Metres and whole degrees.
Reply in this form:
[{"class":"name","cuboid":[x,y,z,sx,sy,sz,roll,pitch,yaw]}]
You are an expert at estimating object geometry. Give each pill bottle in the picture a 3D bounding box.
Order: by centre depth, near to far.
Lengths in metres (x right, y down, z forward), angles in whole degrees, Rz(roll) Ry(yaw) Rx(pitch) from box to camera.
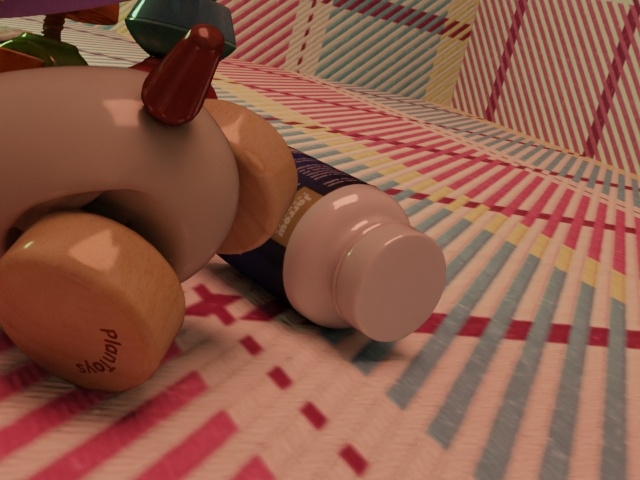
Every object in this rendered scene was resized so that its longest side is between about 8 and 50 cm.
[{"class":"pill bottle","cuboid":[0.000,0.000,0.611,0.094,0.094,0.169,4,17,-39]}]

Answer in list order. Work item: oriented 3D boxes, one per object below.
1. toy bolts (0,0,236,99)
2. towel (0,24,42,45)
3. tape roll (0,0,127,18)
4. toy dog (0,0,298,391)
[{"class":"toy bolts","cuboid":[-0.178,-0.182,0.725,0.228,0.159,0.218,15,4,15]},{"class":"towel","cuboid":[-0.498,-0.230,1.031,0.374,0.090,0.320,15,13,3]},{"class":"tape roll","cuboid":[-0.185,-0.229,0.616,0.274,0.090,0.275,-3,30,2]},{"class":"toy dog","cuboid":[-0.163,-0.071,0.432,0.333,0.161,0.220,12,41,-11]}]
